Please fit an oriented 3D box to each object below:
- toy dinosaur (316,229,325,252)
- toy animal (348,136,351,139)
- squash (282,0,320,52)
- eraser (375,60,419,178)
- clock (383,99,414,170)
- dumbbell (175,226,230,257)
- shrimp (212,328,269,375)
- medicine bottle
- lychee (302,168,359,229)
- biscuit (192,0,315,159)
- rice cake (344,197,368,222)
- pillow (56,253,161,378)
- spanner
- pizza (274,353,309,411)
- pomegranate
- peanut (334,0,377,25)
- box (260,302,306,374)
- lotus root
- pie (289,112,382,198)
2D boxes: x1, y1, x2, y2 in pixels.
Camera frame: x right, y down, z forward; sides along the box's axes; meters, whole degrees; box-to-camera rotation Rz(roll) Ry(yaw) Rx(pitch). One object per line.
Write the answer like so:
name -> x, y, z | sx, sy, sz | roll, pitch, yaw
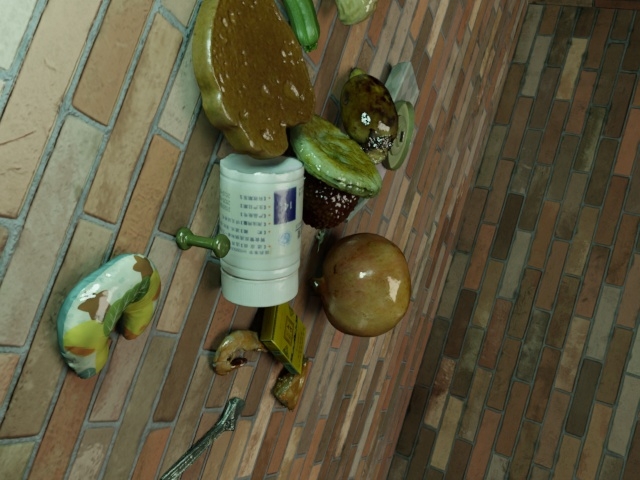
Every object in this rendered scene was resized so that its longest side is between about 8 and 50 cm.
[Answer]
toy dinosaur -> 0.000, 0.000, 1.885 | 0.062, 0.021, 0.083 | 8, 95, -77
toy animal -> 0.080, -0.245, 1.841 | 0.243, 0.087, 0.259 | -25, 129, -60
squash -> -0.048, -0.545, 1.436 | 0.219, 0.068, 0.077 | 68, 28, -51
eraser -> 0.227, -0.392, 2.058 | 0.396, 0.082, 0.213 | -67, 153, -17
clock -> 0.264, -0.350, 2.023 | 0.235, 0.029, 0.234 | -41, 139, -49
dumbbell -> -0.247, 0.004, 1.271 | 0.046, 0.118, 0.052 | -64, 151, -31
shrimp -> -0.207, 0.296, 1.589 | 0.236, 0.053, 0.132 | 17, 93, -66
medicine bottle -> -0.138, -0.023, 1.395 | 0.190, 0.190, 0.331 | -32, 131, -55
lychee -> 0.005, -0.120, 1.667 | 0.188, 0.188, 0.188 | -40, 138, -50
biscuit -> -0.132, -0.355, 1.299 | 0.381, 0.074, 0.358 | 32, 66, -57
rice cake -> 0.121, -0.123, 2.037 | 0.211, 0.043, 0.034 | -45, 148, -47
pillow -> -0.384, 0.131, 1.121 | 0.233, 0.086, 0.214 | -48, 154, -48
spanner -> -0.294, 0.517, 1.564 | 0.325, 0.026, 0.093 | -37, 134, -51
pizza -> -0.099, 0.460, 1.896 | 0.161, 0.063, 0.181 | -23, 129, -67
pomegranate -> 0.121, 0.144, 1.905 | 0.338, 0.338, 0.338 | -40, 138, -50
peanut -> 0.108, -0.715, 1.565 | 0.140, 0.153, 0.324 | 8, 90, -60
box -> -0.103, 0.271, 1.750 | 0.279, 0.041, 0.153 | 64, 28, -55
lotus root -> 0.139, -0.379, 1.755 | 0.170, 0.141, 0.313 | 3, 67, -41
pie -> 0.035, -0.221, 1.582 | 0.070, 0.323, 0.323 | -46, 166, 26
